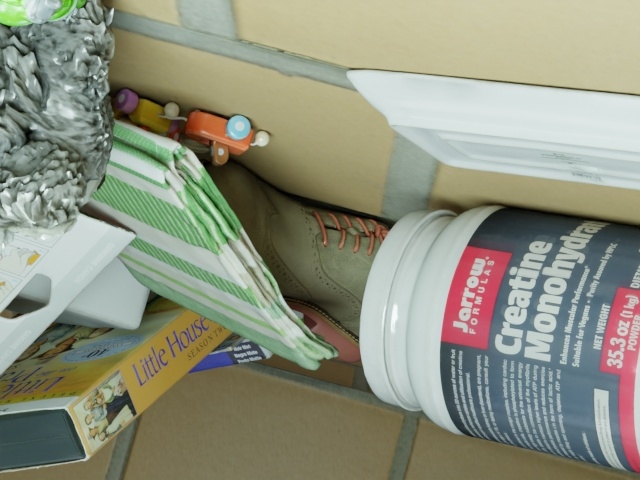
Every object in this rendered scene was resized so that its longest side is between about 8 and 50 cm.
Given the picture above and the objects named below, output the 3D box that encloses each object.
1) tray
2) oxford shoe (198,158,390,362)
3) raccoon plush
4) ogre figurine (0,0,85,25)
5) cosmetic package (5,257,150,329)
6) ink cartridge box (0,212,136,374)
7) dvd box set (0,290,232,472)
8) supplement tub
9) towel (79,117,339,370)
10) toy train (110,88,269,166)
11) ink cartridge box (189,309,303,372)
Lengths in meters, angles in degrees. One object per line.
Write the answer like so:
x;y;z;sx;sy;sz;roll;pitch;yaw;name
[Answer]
0.158;-0.063;1.121;0.270;0.030;0.145;9;170;33;tray
0.000;0.000;1.622;0.130;0.123;0.348;-24;149;20;oxford shoe
-0.341;-0.074;1.090;0.446;0.216;0.299;-4;-179;-42;raccoon plush
-0.223;-0.160;0.982;0.197;0.097;0.118;35;-178;-22;ogre figurine
-0.395;-0.052;1.672;0.453;0.161;0.230;20;170;-30;cosmetic package
-0.325;0.004;1.493;0.239;0.060;0.275;19;140;-29;ink cartridge box
-0.254;0.121;1.814;0.307;0.062;0.420;-11;-164;32;dvd box set
0.189;0.075;1.396;0.272;0.191;0.191;9;169;29;supplement tub
-0.134;-0.015;1.452;0.248;0.038;0.325;23;161;35;towel
-0.120;-0.079;1.425;0.125;0.046;0.166;18;170;-17;toy train
-0.138;0.110;1.919;0.223;0.045;0.224;-13;-164;27;ink cartridge box
